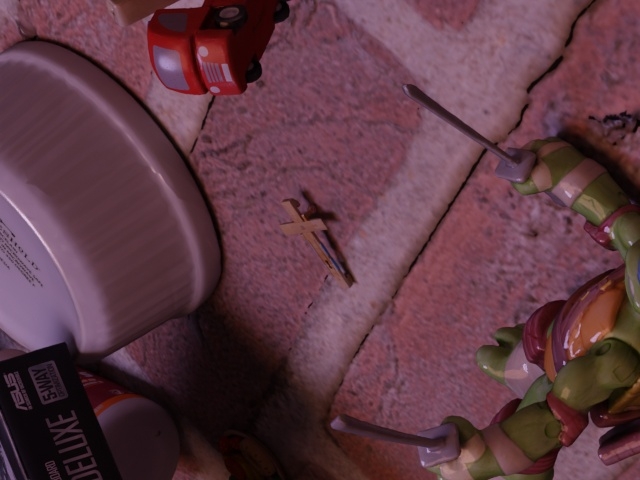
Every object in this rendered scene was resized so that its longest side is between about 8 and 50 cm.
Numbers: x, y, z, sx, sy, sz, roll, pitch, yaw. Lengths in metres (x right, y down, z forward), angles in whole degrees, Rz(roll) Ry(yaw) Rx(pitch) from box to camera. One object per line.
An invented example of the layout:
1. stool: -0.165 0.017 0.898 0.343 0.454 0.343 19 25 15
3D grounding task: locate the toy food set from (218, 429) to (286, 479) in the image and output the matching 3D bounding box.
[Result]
1. toy food set: -0.061 0.206 1.676 0.083 0.020 0.082 12 134 48

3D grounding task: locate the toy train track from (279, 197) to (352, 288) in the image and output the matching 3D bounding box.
1. toy train track: 0.000 0.000 1.357 0.048 0.014 0.083 -7 124 49

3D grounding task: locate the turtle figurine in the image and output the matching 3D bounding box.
1. turtle figurine: 0.105 0.048 1.082 0.266 0.275 0.197 106 154 -61

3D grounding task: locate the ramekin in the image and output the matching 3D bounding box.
1. ramekin: -0.220 -0.019 1.525 0.273 0.127 0.273 35 149 26

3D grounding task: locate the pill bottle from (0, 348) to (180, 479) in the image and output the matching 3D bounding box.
1. pill bottle: -0.248 0.183 1.809 0.221 0.121 0.121 19 139 43

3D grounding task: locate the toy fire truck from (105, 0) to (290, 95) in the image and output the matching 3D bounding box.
1. toy fire truck: -0.085 -0.160 1.158 0.135 0.192 0.047 1 131 19

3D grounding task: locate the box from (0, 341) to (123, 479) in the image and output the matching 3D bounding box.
1. box: -0.210 0.262 1.552 0.307 0.077 0.242 108 140 -59
